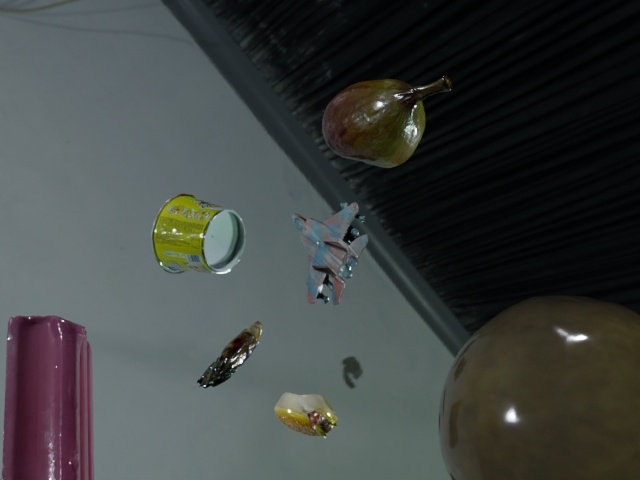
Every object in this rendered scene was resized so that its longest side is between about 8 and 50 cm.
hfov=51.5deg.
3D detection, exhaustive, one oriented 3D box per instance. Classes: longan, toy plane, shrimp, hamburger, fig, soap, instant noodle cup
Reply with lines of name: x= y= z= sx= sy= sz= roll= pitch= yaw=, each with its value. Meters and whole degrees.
longan: x=0.277 y=0.208 z=0.750 sx=0.297 sy=0.297 sz=0.297 roll=14 pitch=68 yaw=-36
toy plane: x=0.007 y=0.002 z=1.374 sx=0.104 sy=0.326 sz=0.223 roll=20 pitch=103 yaw=-21
shrimp: x=-0.279 y=0.355 z=1.937 sx=0.071 sy=0.233 sz=0.365 roll=47 pitch=26 yaw=-3
hamburger: x=-0.042 y=0.508 z=1.933 sx=0.210 sy=0.173 sz=0.116 roll=58 pitch=36 yaw=-63
fig: x=0.119 y=-0.205 z=1.088 sx=0.170 sy=0.274 sz=0.146 roll=13 pitch=75 yaw=-24
soap: x=-0.473 y=0.331 z=1.180 sx=0.128 sy=0.233 sz=0.360 roll=-4 pitch=63 yaw=-14
instant noodle cup: x=-0.290 y=-0.007 z=1.612 sx=0.205 sy=0.153 sz=0.205 roll=-19 pitch=114 yaw=-54
